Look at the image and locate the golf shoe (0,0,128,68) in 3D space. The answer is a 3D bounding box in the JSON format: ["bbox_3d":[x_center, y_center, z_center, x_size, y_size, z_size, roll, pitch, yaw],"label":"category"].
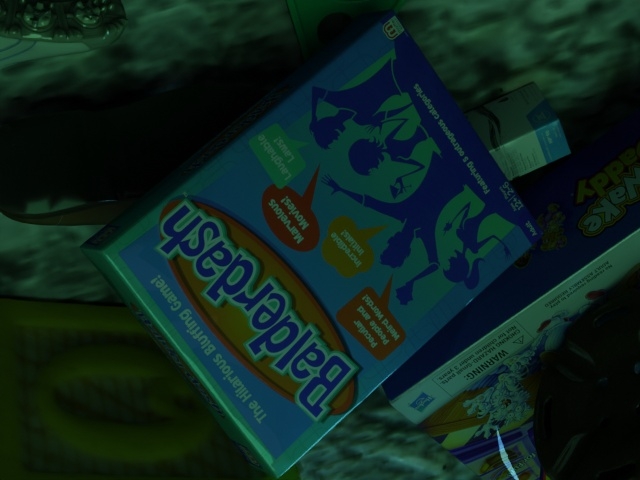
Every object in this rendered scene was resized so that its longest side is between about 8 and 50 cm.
[{"bbox_3d":[-0.194,-0.113,0.876,0.176,0.069,0.086,2,142,-11],"label":"golf shoe"}]

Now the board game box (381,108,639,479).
[{"bbox_3d":[0.226,0.027,1.018,0.347,0.078,0.233,-37,135,12],"label":"board game box"}]

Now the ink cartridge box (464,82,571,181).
[{"bbox_3d":[0.102,-0.057,0.978,0.083,0.048,0.028,-25,125,2],"label":"ink cartridge box"}]

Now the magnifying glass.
[{"bbox_3d":[0.006,-0.115,0.936,0.092,0.026,0.231,3,120,-15],"label":"magnifying glass"}]

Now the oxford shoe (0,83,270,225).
[{"bbox_3d":[-0.086,-0.044,0.935,0.212,0.076,0.076,-2,168,-7],"label":"oxford shoe"}]

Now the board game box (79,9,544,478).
[{"bbox_3d":[0.000,0.000,0.890,0.210,0.047,0.160,-41,108,-16],"label":"board game box"}]

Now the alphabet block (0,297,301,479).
[{"bbox_3d":[-0.132,0.170,0.986,0.192,0.193,0.197,3,122,-17],"label":"alphabet block"}]

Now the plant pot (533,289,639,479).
[{"bbox_3d":[0.223,0.115,0.939,0.165,0.167,0.167,29,112,-31],"label":"plant pot"}]
